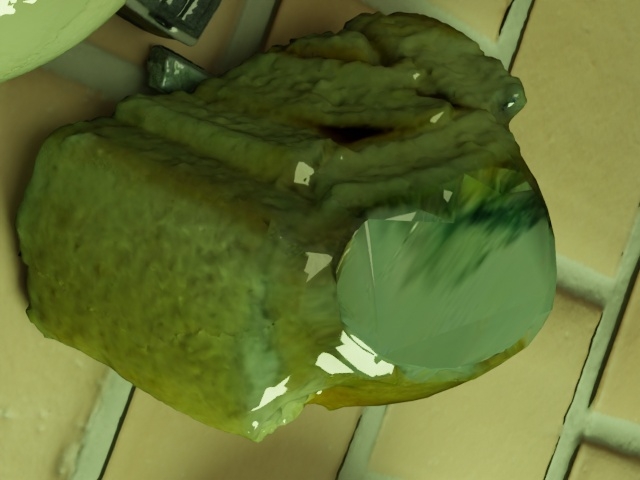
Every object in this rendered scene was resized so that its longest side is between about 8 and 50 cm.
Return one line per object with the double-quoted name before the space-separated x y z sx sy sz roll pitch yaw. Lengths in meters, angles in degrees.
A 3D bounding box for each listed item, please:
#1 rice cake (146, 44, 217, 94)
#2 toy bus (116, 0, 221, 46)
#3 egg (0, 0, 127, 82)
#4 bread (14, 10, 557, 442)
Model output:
"rice cake" -0.059 -0.107 1.129 0.211 0.043 0.034 23 96 -39
"toy bus" -0.079 -0.283 1.039 0.092 0.106 0.268 31 82 -37
"egg" -0.209 -0.242 0.850 0.337 0.201 0.336 -16 110 -53
"bread" -0.004 0.005 1.026 0.395 0.264 0.239 -22 127 -26
